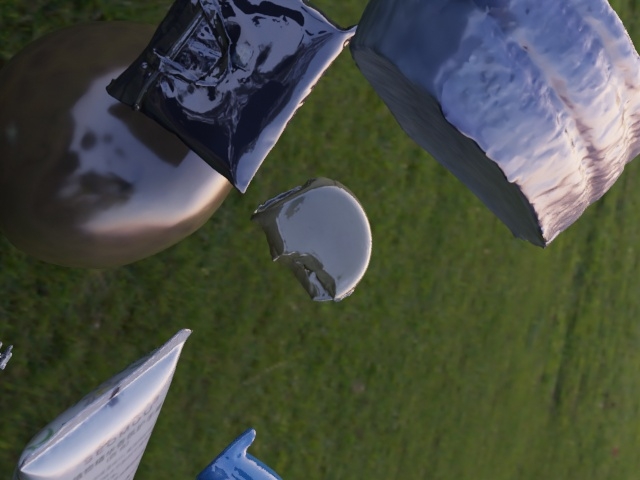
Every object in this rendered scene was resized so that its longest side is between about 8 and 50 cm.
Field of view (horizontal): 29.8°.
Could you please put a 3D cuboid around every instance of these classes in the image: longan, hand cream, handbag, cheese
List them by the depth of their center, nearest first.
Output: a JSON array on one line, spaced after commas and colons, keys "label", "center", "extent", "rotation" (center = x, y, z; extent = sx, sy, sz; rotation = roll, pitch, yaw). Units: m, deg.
[{"label": "hand cream", "center": [-0.091, 0.088, 0.427], "extent": [0.067, 0.042, 0.194], "rotation": [-34, 165, -33]}, {"label": "handbag", "center": [-0.107, -0.214, 1.438], "extent": [0.254, 0.211, 0.089], "rotation": [-53, -173, 15]}, {"label": "longan", "center": [-0.296, -0.137, 1.675], "extent": [0.404, 0.404, 0.336], "rotation": [-33, 102, -47]}, {"label": "cheese", "center": [0.000, 0.000, 1.930], "extent": [0.175, 0.091, 0.203], "rotation": [-25, 84, -17]}]

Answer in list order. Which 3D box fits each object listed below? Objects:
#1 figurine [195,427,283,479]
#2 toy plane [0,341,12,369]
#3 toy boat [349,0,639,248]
[{"label": "figurine", "center": [-0.051, 0.307, 0.978], "extent": [0.298, 0.243, 0.416], "rotation": [-45, 134, 2]}, {"label": "toy plane", "center": [-0.345, 0.120, 1.114], "extent": [0.160, 0.234, 0.082], "rotation": [-14, 79, -42]}, {"label": "toy boat", "center": [0.078, -0.068, 0.520], "extent": [0.078, 0.127, 0.283], "rotation": [-45, 170, 4]}]
